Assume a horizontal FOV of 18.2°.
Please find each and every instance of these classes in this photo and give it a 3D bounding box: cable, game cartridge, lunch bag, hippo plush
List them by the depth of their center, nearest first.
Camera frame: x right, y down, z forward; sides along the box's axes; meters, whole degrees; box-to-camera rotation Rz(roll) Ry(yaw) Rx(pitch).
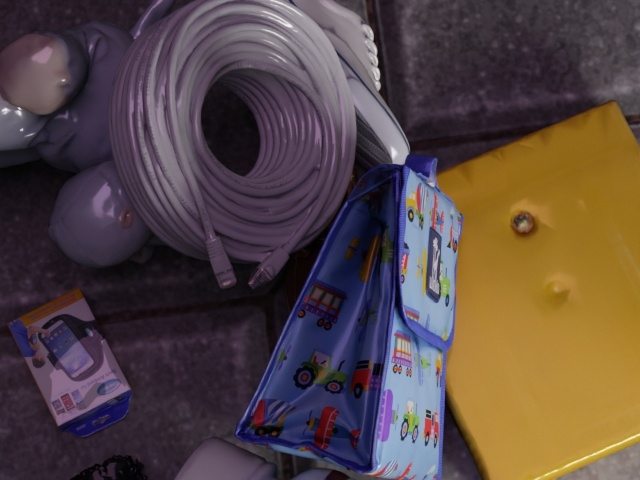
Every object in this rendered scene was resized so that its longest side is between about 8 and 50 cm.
[{"bbox_3d":[0.053,0.063,1.822,0.138,0.221,0.293,12,85,21],"label":"lunch bag"},{"bbox_3d":[-0.078,-0.104,1.885,0.257,0.089,0.257,-38,106,-36],"label":"cable"},{"bbox_3d":[0.229,0.056,1.953,0.285,0.052,0.323,-22,74,-5],"label":"game cartridge"},{"bbox_3d":[-0.235,-0.079,1.964,0.234,0.294,0.236,-28,92,33],"label":"hippo plush"}]

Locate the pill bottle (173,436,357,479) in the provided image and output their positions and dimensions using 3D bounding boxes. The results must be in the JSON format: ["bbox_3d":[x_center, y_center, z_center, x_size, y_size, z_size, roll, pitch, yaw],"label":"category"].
[{"bbox_3d":[0.039,0.337,1.768,0.392,0.224,0.224,23,74,10],"label":"pill bottle"}]

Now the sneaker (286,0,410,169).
[{"bbox_3d":[0.020,-0.184,2.021,0.091,0.094,0.258,-32,78,-23],"label":"sneaker"}]

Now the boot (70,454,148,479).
[{"bbox_3d":[-0.209,0.266,1.901,0.121,0.045,0.099,-24,74,-13],"label":"boot"}]

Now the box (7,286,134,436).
[{"bbox_3d":[-0.242,0.123,1.961,0.081,0.028,0.136,-27,70,-7],"label":"box"}]

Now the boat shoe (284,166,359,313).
[{"bbox_3d":[0.000,0.000,1.973,0.064,0.060,0.178,9,72,6],"label":"boat shoe"}]
